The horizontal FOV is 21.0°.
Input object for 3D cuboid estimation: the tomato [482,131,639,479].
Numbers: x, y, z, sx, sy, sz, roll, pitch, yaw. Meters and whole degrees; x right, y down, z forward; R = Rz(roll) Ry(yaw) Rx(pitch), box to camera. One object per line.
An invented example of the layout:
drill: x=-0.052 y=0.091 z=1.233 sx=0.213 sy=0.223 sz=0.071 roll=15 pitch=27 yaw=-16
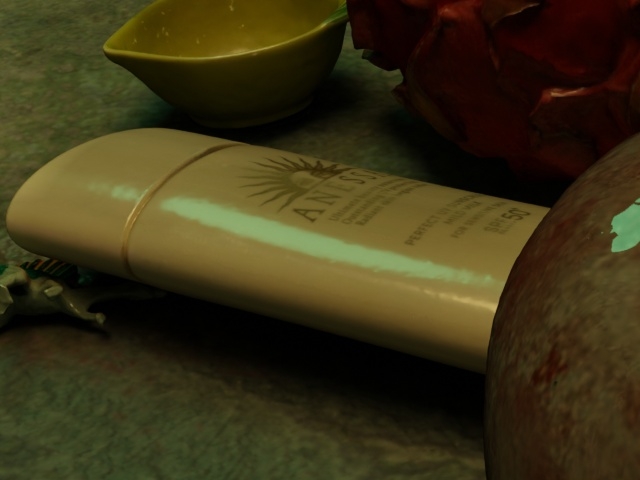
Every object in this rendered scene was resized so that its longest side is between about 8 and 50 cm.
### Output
tomato: x=0.222 y=0.075 z=0.713 sx=0.316 sy=0.283 sz=0.317 roll=-3 pitch=34 yaw=2

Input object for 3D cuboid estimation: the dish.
dish: x=-0.049 y=-0.132 z=1.246 sx=0.207 sy=0.080 sz=0.149 roll=-13 pitch=31 yaw=-7

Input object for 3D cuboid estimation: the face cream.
face cream: x=0.000 y=0.000 z=1.031 sx=0.348 sy=0.081 sz=0.173 roll=14 pitch=24 yaw=27

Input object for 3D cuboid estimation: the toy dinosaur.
toy dinosaur: x=-0.194 y=0.030 z=1.073 sx=0.187 sy=0.044 sz=0.106 roll=0 pitch=19 yaw=32

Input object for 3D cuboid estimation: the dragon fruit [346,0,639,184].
dragon fruit: x=0.176 y=-0.166 z=1.096 sx=0.342 sy=0.277 sz=0.277 roll=29 pitch=47 yaw=35
